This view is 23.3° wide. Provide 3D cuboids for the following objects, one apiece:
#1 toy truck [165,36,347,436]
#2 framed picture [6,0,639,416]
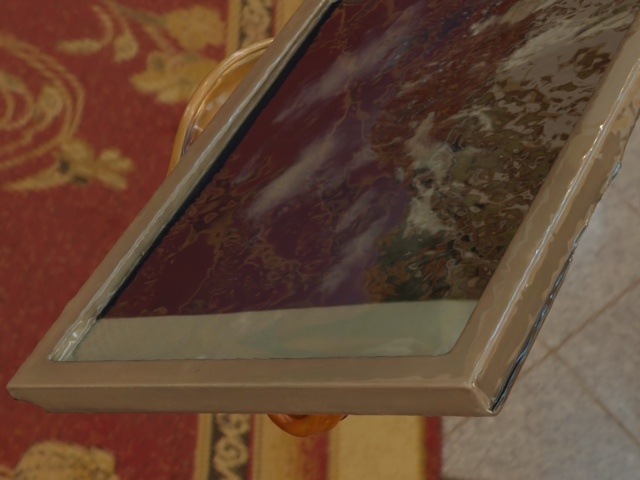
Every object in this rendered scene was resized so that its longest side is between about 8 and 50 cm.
[{"bbox_3d":[0.000,0.000,1.261,0.211,0.288,0.204,30,39,32],"label":"toy truck"},{"bbox_3d":[0.029,-0.040,0.576,0.019,0.209,0.281,59,45,-30],"label":"framed picture"}]
